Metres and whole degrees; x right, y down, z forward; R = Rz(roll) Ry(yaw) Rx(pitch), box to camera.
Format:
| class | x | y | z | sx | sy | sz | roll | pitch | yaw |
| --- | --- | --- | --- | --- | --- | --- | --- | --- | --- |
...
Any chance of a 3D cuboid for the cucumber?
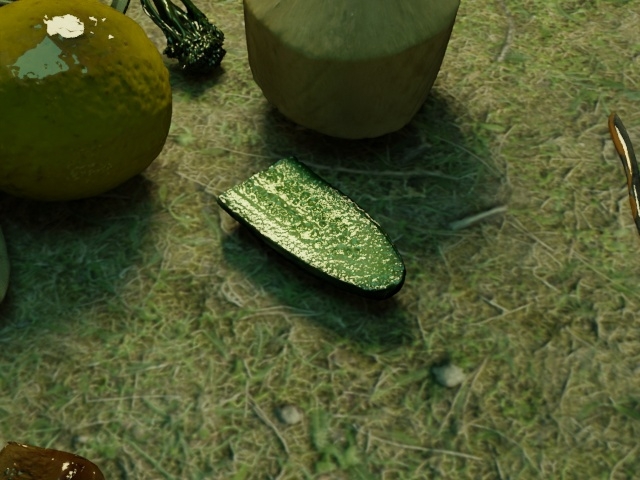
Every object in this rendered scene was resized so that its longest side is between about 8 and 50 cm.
| class | x | y | z | sx | sy | sz | roll | pitch | yaw |
| --- | --- | --- | --- | --- | --- | --- | --- | --- | --- |
| cucumber | 0.000 | 0.000 | 1.457 | 0.115 | 0.063 | 0.244 | -39 | 59 | -21 |

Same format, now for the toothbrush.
| class | x | y | z | sx | sy | sz | roll | pitch | yaw |
| --- | --- | --- | --- | --- | --- | --- | --- | --- | --- |
| toothbrush | 0.399 | -0.048 | 1.528 | 0.031 | 0.023 | 0.321 | 1 | 49 | -9 |

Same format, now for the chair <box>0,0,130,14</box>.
| class | x | y | z | sx | sy | sz | roll | pitch | yaw |
| --- | --- | --- | --- | --- | --- | --- | --- | --- | --- |
| chair | -0.402 | -0.312 | 1.660 | 0.203 | 0.190 | 0.275 | 30 | 26 | 23 |

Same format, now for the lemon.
| class | x | y | z | sx | sy | sz | roll | pitch | yaw |
| --- | --- | --- | --- | --- | --- | --- | --- | --- | --- |
| lemon | -0.321 | -0.167 | 1.474 | 0.310 | 0.253 | 0.253 | -12 | 48 | -31 |

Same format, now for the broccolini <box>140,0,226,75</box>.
| class | x | y | z | sx | sy | sz | roll | pitch | yaw |
| --- | --- | --- | --- | --- | --- | --- | --- | --- | --- |
| broccolini | -0.207 | -0.316 | 1.696 | 0.091 | 0.068 | 0.202 | -34 | 84 | -15 |

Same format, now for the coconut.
| class | x | y | z | sx | sy | sz | roll | pitch | yaw |
| --- | --- | --- | --- | --- | --- | --- | --- | --- | --- |
| coconut | 0.036 | -0.295 | 1.548 | 0.329 | 0.328 | 0.328 | 0 | 48 | 0 |

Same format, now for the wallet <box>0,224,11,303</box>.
| class | x | y | z | sx | sy | sz | roll | pitch | yaw |
| --- | --- | --- | --- | --- | --- | --- | --- | --- | --- |
| wallet | -0.509 | 0.024 | 1.431 | 0.275 | 0.068 | 0.335 | -17 | 49 | -12 |

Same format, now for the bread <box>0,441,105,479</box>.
| class | x | y | z | sx | sy | sz | roll | pitch | yaw |
| --- | --- | --- | --- | --- | --- | --- | --- | --- | --- |
| bread | -0.295 | 0.261 | 1.239 | 0.126 | 0.044 | 0.129 | 16 | 53 | 15 |
